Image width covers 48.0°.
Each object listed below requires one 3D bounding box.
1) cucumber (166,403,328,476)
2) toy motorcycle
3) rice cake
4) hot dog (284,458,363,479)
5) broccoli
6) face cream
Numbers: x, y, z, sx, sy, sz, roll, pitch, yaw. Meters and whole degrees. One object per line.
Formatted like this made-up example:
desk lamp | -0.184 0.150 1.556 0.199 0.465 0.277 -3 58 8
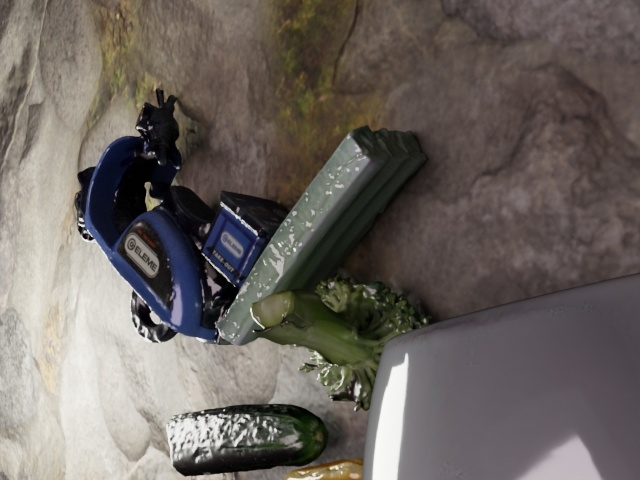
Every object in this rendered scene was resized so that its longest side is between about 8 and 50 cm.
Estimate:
cucumber | -0.083 0.210 0.764 0.241 0.074 0.075 -20 76 42
toy motorcycle | -0.170 -0.027 0.821 0.358 0.125 0.213 39 108 35
rice cake | 0.000 0.000 0.644 0.043 0.127 0.237 46 117 18
hot dog | 0.012 0.238 0.681 0.133 0.056 0.041 -27 42 41
broccoli | 0.011 0.072 0.581 0.118 0.204 0.122 -48 62 5
face cream | 0.167 0.209 0.410 0.312 0.219 0.357 -22 76 42
